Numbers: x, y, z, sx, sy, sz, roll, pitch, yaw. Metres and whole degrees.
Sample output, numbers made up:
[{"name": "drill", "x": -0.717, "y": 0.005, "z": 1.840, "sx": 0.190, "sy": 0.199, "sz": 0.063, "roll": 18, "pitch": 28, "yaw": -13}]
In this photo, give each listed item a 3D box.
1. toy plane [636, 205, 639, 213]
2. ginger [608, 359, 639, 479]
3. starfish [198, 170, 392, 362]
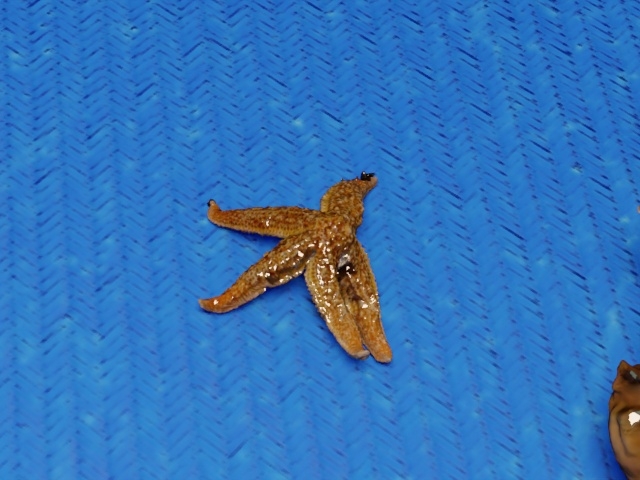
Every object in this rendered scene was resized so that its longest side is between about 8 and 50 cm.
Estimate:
[{"name": "toy plane", "x": 0.267, "y": 0.000, "z": 0.821, "sx": 0.244, "sy": 0.117, "sz": 0.245, "roll": 9, "pitch": 51, "yaw": -12}, {"name": "ginger", "x": 0.239, "y": 0.184, "z": 0.698, "sx": 0.133, "sy": 0.107, "sz": 0.309, "roll": -23, "pitch": 57, "yaw": 8}, {"name": "starfish", "x": -0.001, "y": -0.004, "z": 0.841, "sx": 0.133, "sy": 0.041, "sz": 0.130, "roll": 25, "pitch": 54, "yaw": 11}]
